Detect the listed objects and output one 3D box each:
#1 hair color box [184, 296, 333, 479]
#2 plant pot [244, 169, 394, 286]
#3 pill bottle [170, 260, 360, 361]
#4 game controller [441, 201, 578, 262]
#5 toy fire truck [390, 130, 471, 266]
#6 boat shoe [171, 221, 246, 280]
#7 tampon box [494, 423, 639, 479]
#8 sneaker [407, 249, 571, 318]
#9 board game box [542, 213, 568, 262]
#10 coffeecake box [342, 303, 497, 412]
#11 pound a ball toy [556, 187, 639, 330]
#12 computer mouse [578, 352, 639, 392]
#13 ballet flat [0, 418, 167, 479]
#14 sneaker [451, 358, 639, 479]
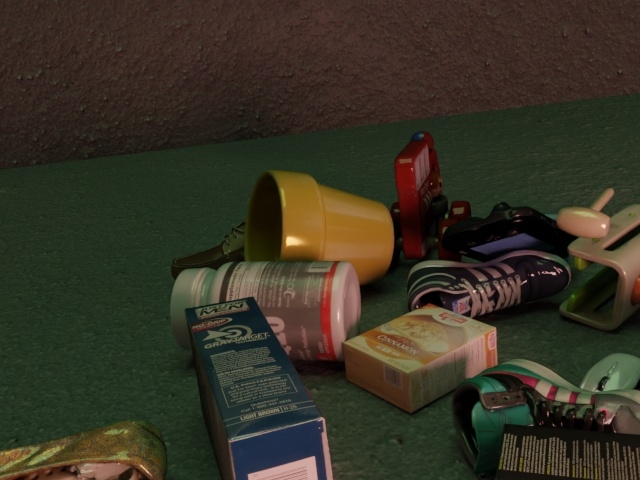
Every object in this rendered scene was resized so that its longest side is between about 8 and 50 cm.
[{"bbox_3d":[-0.084,0.213,0.928,0.105,0.173,0.347,-11,20,-15],"label":"hair color box"},{"bbox_3d":[0.000,0.000,1.442,0.239,0.253,0.254,4,15,-21],"label":"plant pot"},{"bbox_3d":[-0.086,0.114,1.228,0.283,0.161,0.161,-1,20,14],"label":"pill bottle"},{"bbox_3d":[0.345,0.002,1.354,0.167,0.067,0.319,-28,-25,29],"label":"game controller"},{"bbox_3d":[0.214,-0.090,1.573,0.170,0.253,0.302,1,21,19],"label":"toy fire truck"},{"bbox_3d":[-0.156,0.015,1.591,0.325,0.116,0.123,-11,20,-15],"label":"boat shoe"},{"bbox_3d":[0.261,0.266,0.755,0.161,0.120,0.101,1,21,19],"label":"tampon box"},{"bbox_3d":[0.283,0.090,1.281,0.282,0.099,0.153,-4,18,14],"label":"sneaker"},{"bbox_3d":[0.437,-0.007,1.596,0.160,0.039,0.211,0,19,17],"label":"board game box"},{"bbox_3d":[0.151,0.171,1.137,0.186,0.068,0.142,-19,22,-34],"label":"coffeecake box"},{"bbox_3d":[0.518,0.014,1.260,0.136,0.208,0.319,21,31,39],"label":"pound a ball toy"},{"bbox_3d":[0.392,0.195,1.037,0.106,0.042,0.193,12,26,44],"label":"computer mouse"},{"bbox_3d":[-0.348,0.300,0.872,0.349,0.123,0.123,-12,20,-17],"label":"ballet flat"},{"bbox_3d":[0.260,0.221,0.874,0.179,0.123,0.296,-12,12,-31],"label":"sneaker"}]
